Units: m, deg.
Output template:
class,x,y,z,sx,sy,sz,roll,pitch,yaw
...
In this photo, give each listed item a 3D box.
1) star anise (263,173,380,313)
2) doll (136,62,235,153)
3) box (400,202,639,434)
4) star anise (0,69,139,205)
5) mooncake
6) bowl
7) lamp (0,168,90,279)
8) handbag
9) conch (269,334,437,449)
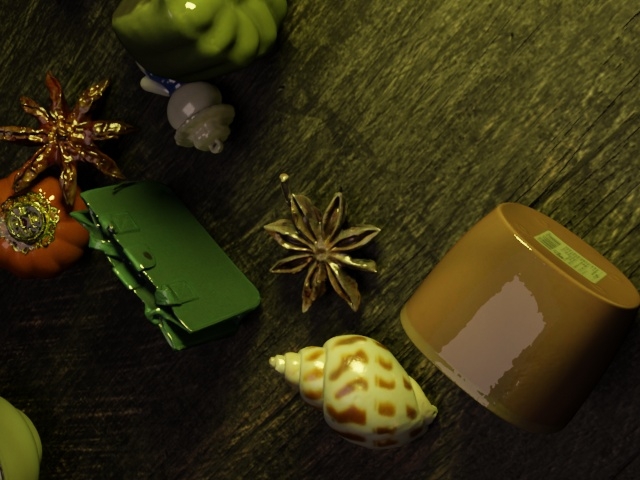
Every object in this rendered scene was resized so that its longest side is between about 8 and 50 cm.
class,x,y,z,sx,sy,sz,roll,pitch,yaw
star anise,0.000,0.000,1.759,0.230,0.081,0.262,-23,99,35
doll,-0.245,-0.276,1.845,0.138,0.119,0.293,-36,75,17
box,0.291,0.096,1.483,0.301,0.301,0.216,39,112,20
star anise,-0.488,-0.201,1.977,0.288,0.088,0.288,0,76,1
mooncake,-0.187,-0.425,1.635,0.187,0.351,0.351,-10,95,31
bowl,-0.739,0.473,2.290,0.354,0.185,0.353,8,105,32
lamp,-0.557,-0.033,2.049,0.223,0.196,0.223,0,88,-2
handbag,-0.271,0.037,1.854,0.089,0.238,0.326,-46,74,26
conch,0.052,0.249,1.740,0.275,0.149,0.182,27,110,23
